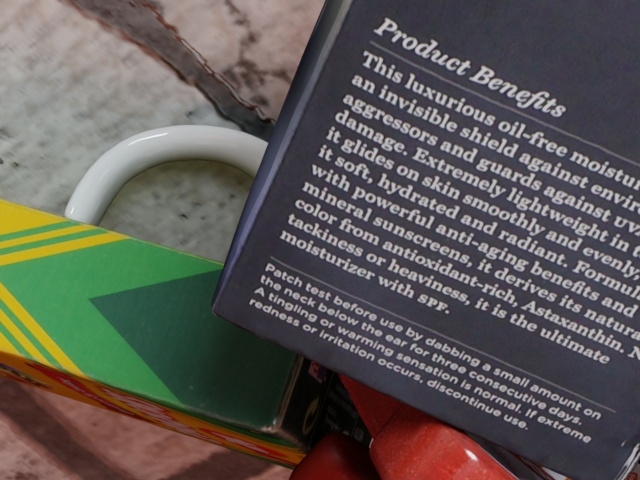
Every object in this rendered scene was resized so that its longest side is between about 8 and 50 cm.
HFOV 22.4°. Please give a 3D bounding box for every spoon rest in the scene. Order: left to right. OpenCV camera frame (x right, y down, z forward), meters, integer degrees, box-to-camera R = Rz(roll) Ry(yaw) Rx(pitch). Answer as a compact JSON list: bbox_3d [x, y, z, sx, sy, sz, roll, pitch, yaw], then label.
[{"bbox_3d":[0.000,0.000,0.908,0.276,0.084,0.137,18,168,0],"label":"spoon rest"}]

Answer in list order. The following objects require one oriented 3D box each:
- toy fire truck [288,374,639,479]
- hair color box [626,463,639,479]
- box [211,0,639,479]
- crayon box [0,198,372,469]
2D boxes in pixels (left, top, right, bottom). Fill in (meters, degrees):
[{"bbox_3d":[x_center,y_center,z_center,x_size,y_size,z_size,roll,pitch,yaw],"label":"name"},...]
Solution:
[{"bbox_3d":[0.130,0.154,0.751,0.302,0.254,0.169,42,95,-13],"label":"toy fire truck"},{"bbox_3d":[0.160,0.178,1.005,0.167,0.093,0.053,6,133,16],"label":"hair color box"},{"bbox_3d":[0.116,-0.125,0.612,0.182,0.296,0.294,25,133,-2],"label":"box"},{"bbox_3d":[-0.134,0.046,0.919,0.318,0.081,0.202,16,169,17],"label":"crayon box"}]
